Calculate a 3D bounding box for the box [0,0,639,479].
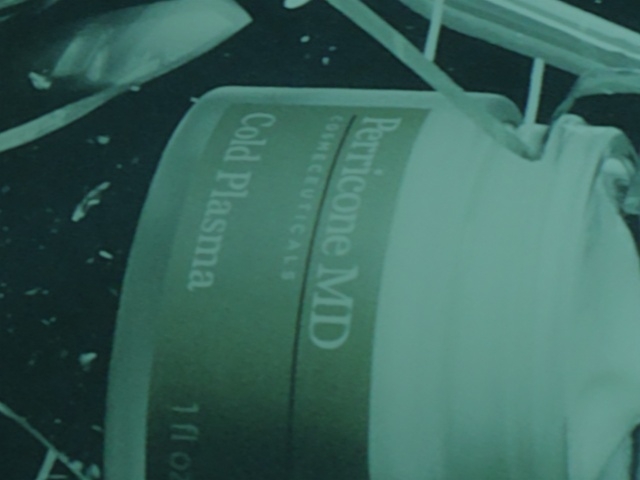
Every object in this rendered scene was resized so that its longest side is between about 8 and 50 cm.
[{"bbox_3d":[0.000,0.000,0.789,0.297,0.472,0.480,83,20,-62],"label":"box"}]
